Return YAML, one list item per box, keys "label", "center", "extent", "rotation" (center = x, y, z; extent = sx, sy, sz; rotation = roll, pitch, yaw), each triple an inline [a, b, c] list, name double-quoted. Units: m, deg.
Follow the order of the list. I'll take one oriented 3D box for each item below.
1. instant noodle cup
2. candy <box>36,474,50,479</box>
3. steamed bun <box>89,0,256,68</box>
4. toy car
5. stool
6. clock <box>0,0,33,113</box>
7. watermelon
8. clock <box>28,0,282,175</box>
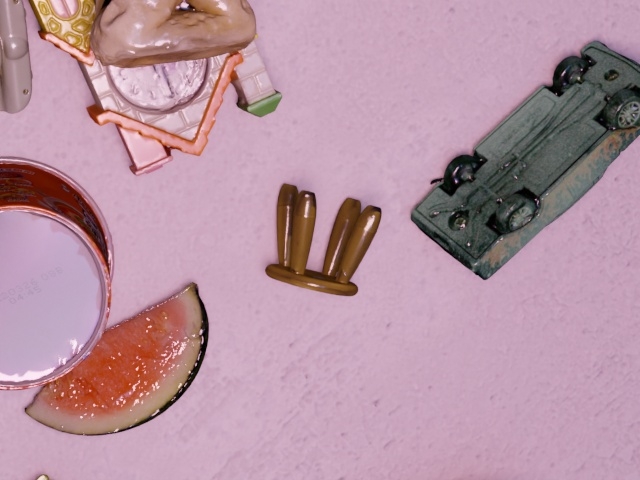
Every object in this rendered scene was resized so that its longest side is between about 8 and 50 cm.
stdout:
- label: "instant noodle cup"
  center: [-0.333, 0.045, 1.667]
  extent: [0.250, 0.192, 0.250]
  rotation: [-3, 101, -14]
- label: "candy"
  center: [-0.355, 0.392, 1.790]
  extent: [0.246, 0.069, 0.149]
  rotation: [-45, 110, -3]
- label: "steamed bun"
  center: [-0.160, -0.262, 1.589]
  extent: [0.172, 0.141, 0.155]
  rotation: [-10, 93, -19]
- label: "toy car"
  center: [0.262, -0.096, 1.843]
  extent: [0.320, 0.141, 0.097]
  rotation: [-43, 135, -5]
- label: "stool"
  center: [0.000, 0.000, 1.794]
  extent: [0.134, 0.135, 0.111]
  rotation: [9, 96, -62]
- label: "clock"
  center: [-0.406, -0.197, 1.647]
  extent: [0.191, 0.062, 0.152]
  rotation: [-13, 116, -25]
- label: "watermelon"
  center: [-0.218, 0.153, 1.793]
  extent: [0.245, 0.063, 0.119]
  rotation: [-37, 95, -1]
- label: "clock"
  center: [-0.182, -0.215, 1.707]
  extent: [0.219, 0.106, 0.255]
  rotation: [-26, 106, -9]
